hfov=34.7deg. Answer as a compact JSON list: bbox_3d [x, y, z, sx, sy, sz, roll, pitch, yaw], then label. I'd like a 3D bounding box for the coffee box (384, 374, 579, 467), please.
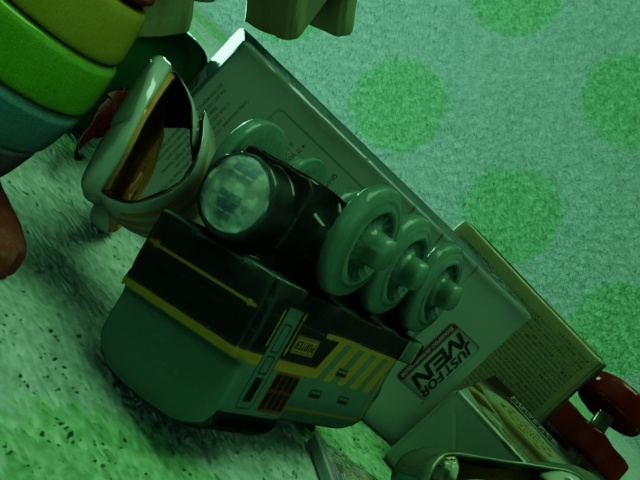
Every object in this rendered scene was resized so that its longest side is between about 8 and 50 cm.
[{"bbox_3d":[0.170,0.221,1.025,0.141,0.098,0.246,48,10,14],"label":"coffee box"}]

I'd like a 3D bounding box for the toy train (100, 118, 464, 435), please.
[{"bbox_3d":[-0.012,0.044,0.725,0.142,0.190,0.334,31,0,24],"label":"toy train"}]

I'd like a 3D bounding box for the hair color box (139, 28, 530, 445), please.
[{"bbox_3d":[0.000,0.000,0.975,0.374,0.185,0.113,43,9,-16],"label":"hair color box"}]

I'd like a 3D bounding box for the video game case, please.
[{"bbox_3d":[0.043,0.208,0.799,0.122,0.011,0.087,41,10,-27],"label":"video game case"}]

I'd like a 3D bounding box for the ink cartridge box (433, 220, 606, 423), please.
[{"bbox_3d":[0.189,0.126,1.226,0.235,0.193,0.088,49,8,19],"label":"ink cartridge box"}]

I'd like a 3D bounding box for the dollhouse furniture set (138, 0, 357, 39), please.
[{"bbox_3d":[-0.207,-0.337,0.879,0.362,0.257,0.394,-13,31,-39],"label":"dollhouse furniture set"}]

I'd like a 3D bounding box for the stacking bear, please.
[{"bbox_3d":[-0.162,-0.150,0.591,0.164,0.289,0.175,36,13,-45],"label":"stacking bear"}]

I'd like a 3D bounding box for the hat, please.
[{"bbox_3d":[-0.203,-0.104,0.973,0.208,0.173,0.184,24,57,-51],"label":"hat"}]

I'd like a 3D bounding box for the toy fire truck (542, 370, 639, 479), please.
[{"bbox_3d":[0.281,0.224,1.414,0.302,0.169,0.254,44,-15,-9],"label":"toy fire truck"}]

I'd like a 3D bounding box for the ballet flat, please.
[{"bbox_3d":[0.160,0.212,0.830,0.213,0.072,0.068,12,-10,-19],"label":"ballet flat"}]

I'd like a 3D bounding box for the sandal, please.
[{"bbox_3d":[-0.111,-0.048,0.725,0.076,0.102,0.265,28,-13,-5],"label":"sandal"}]
